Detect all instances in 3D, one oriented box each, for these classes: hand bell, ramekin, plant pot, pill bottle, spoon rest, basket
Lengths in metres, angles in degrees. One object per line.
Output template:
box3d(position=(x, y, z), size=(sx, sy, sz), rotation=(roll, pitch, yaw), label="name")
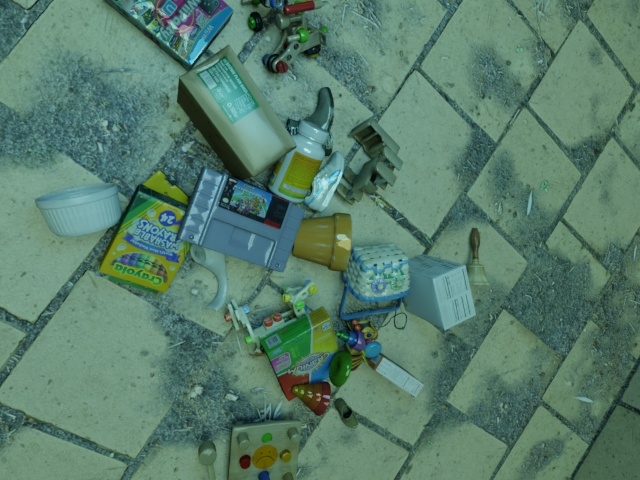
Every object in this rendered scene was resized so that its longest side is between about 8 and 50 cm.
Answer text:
box3d(position=(0.653, 0.067, 1.753), size=(0.126, 0.126, 0.242), rotation=(4, 84, -21), label="hand bell")
box3d(position=(-0.672, -0.087, 1.183), size=(0.207, 0.207, 0.109), rotation=(-14, 111, -18), label="ramekin")
box3d(position=(0.000, 0.000, 1.453), size=(0.187, 0.205, 0.205), rotation=(5, 95, -5), label="plant pot")
box3d(position=(-0.068, -0.261, 1.373), size=(0.136, 0.136, 0.246), rotation=(19, 113, -21), label="pill bottle")
box3d(position=(-0.361, 0.089, 1.372), size=(0.084, 0.137, 0.277), rotation=(-33, 121, -55), label="spoon rest")
box3d(position=(0.197, 0.163, 1.541), size=(0.254, 0.201, 0.289), rotation=(-9, 127, -19), label="basket")

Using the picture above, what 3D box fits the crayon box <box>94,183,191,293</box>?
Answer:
box3d(position=(-0.516, 0.021, 1.258), size=(0.203, 0.083, 0.323), rotation=(25, 103, -30), label="crayon box")

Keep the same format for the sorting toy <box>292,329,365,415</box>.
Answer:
box3d(position=(0.015, 0.444, 1.445), size=(0.126, 0.127, 0.366), rotation=(24, 110, -18), label="sorting toy")

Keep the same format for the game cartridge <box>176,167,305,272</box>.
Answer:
box3d(position=(-0.231, -0.057, 1.284), size=(0.355, 0.068, 0.230), rotation=(21, 90, -32), label="game cartridge")

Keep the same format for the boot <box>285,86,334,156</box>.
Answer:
box3d(position=(-0.040, -0.409, 1.440), size=(0.161, 0.083, 0.247), rotation=(0, 96, -14), label="boot")

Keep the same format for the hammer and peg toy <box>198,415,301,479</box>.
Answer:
box3d(position=(-0.253, 0.777, 1.484), size=(0.361, 0.127, 0.266), rotation=(2, 98, -20), label="hammer and peg toy")

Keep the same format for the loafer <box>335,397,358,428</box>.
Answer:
box3d(position=(0.106, 0.691, 1.645), size=(0.056, 0.050, 0.148), rotation=(-37, 107, -12), label="loafer")

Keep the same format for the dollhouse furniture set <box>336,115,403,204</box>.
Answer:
box3d(position=(0.159, -0.283, 1.463), size=(0.161, 0.212, 0.242), rotation=(40, 56, -22), label="dollhouse furniture set")

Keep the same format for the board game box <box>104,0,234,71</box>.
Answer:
box3d(position=(-0.449, -0.700, 1.240), size=(0.303, 0.097, 0.224), rotation=(37, 84, -21), label="board game box")

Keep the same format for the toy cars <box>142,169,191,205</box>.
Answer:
box3d(position=(-0.370, -0.133, 1.348), size=(0.393, 0.087, 0.177), rotation=(3, 113, -24), label="toy cars")

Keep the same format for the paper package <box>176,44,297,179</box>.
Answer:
box3d(position=(-0.255, -0.352, 1.241), size=(0.168, 0.309, 0.325), rotation=(-39, 107, -13), label="paper package")

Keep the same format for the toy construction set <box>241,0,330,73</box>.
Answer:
box3d(position=(-0.059, -0.676, 1.292), size=(0.237, 0.309, 0.258), rotation=(-24, 112, -21), label="toy construction set")

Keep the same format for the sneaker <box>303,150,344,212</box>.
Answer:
box3d(position=(0.012, -0.217, 1.477), size=(0.092, 0.087, 0.229), rotation=(25, 86, -19), label="sneaker")

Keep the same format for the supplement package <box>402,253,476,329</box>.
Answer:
box3d(position=(0.428, 0.187, 1.586), size=(0.145, 0.262, 0.204), rotation=(-20, 103, -17), label="supplement package")

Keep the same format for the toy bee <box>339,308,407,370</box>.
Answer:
box3d(position=(0.151, 0.349, 1.541), size=(0.162, 0.195, 0.298), rotation=(29, 90, -34), label="toy bee")

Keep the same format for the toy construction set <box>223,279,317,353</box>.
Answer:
box3d(position=(-0.160, 0.261, 1.439), size=(0.327, 0.151, 0.215), rotation=(-13, 126, -11), label="toy construction set")

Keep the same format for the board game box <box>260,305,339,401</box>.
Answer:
box3d(position=(-0.055, 0.405, 1.470), size=(0.242, 0.064, 0.317), rotation=(-27, 133, -15), label="board game box")

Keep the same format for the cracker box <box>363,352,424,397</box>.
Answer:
box3d(position=(0.271, 0.503, 1.626), size=(0.232, 0.155, 0.067), rotation=(38, 83, -21), label="cracker box")
